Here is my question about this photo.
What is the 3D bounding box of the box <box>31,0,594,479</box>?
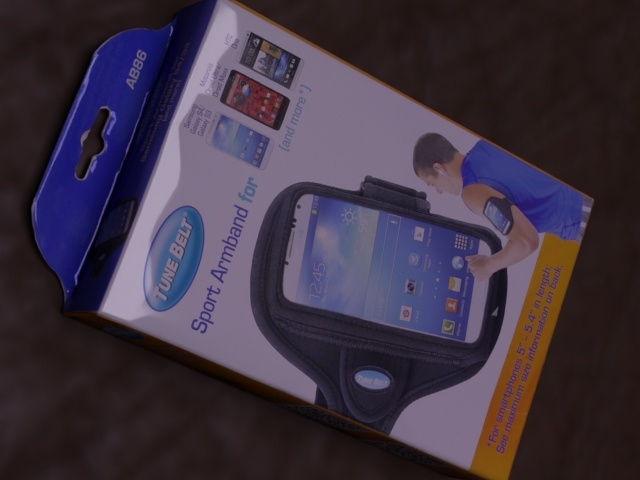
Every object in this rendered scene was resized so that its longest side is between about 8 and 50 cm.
[{"bbox_3d":[0.000,0.000,0.385,0.136,0.028,0.081,26,76,-28],"label":"box"}]
